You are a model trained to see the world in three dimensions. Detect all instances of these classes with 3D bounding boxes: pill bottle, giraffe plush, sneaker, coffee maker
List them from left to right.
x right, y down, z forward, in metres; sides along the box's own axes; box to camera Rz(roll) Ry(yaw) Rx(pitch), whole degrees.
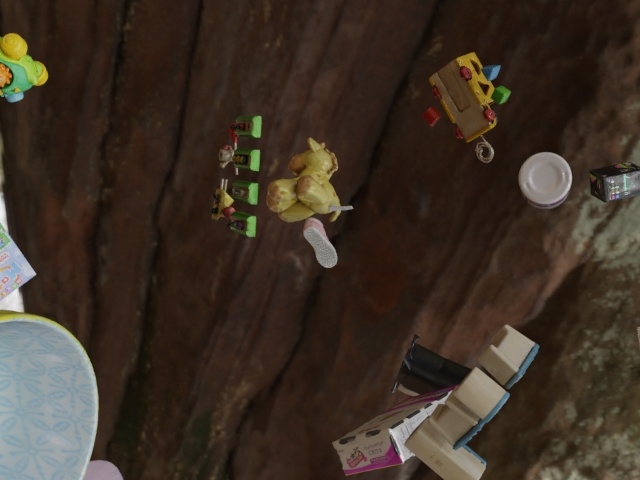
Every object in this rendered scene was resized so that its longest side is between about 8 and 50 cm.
[{"bbox_3d":[-0.024,-0.155,2.199,0.181,0.210,0.170,100,-7,-66],"label":"giraffe plush"},{"bbox_3d":[0.000,0.000,2.169,0.134,0.051,0.070,57,16,-32],"label":"sneaker"},{"bbox_3d":[0.269,0.320,2.059,0.171,0.178,0.120,92,23,-66],"label":"coffee maker"},{"bbox_3d":[0.480,-0.123,1.915,0.193,0.108,0.108,11,70,-76],"label":"pill bottle"}]

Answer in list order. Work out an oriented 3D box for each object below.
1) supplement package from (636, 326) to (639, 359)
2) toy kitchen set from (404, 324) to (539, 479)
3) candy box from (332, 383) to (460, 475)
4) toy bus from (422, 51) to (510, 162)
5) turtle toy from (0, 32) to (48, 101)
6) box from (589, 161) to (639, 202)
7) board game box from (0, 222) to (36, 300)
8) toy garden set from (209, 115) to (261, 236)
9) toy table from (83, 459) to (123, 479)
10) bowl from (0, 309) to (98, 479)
[{"bbox_3d":[0.696,0.305,1.664,0.177,0.175,0.293,-81,157,-46],"label":"supplement package"},{"bbox_3d":[0.259,0.264,1.413,0.122,0.166,0.207,40,-45,8],"label":"toy kitchen set"},{"bbox_3d":[0.160,0.354,1.687,0.159,0.233,0.071,-27,-96,46],"label":"candy box"},{"bbox_3d":[0.326,-0.297,1.904,0.191,0.104,0.202,28,-52,33],"label":"toy bus"},{"bbox_3d":[-0.366,-0.197,0.981,0.066,0.130,0.095,-61,171,-11],"label":"turtle toy"},{"bbox_3d":[0.559,-0.110,1.692,0.062,0.083,0.052,-117,-165,-69],"label":"box"},{"bbox_3d":[-0.796,0.050,2.129,0.039,0.160,0.211,30,-29,41],"label":"board game box"},{"bbox_3d":[-0.186,-0.140,1.890,0.204,0.049,0.244,-163,-105,-66],"label":"toy garden set"},{"bbox_3d":[-0.506,0.612,1.869,0.252,0.274,0.161,33,-32,34],"label":"toy table"},{"bbox_3d":[-0.361,0.186,0.830,0.156,0.289,0.289,16,-61,26],"label":"bowl"}]
